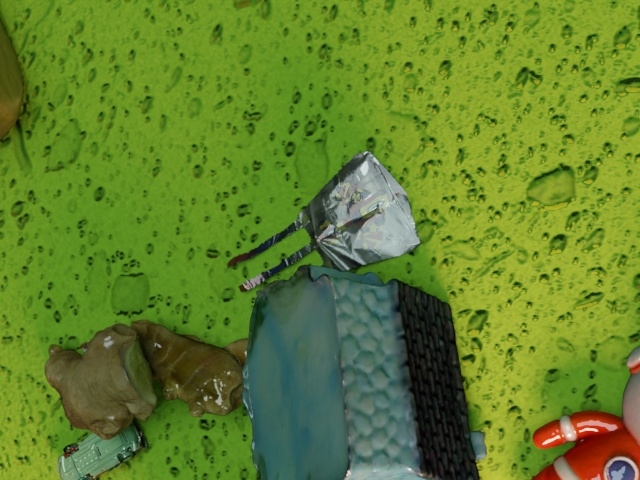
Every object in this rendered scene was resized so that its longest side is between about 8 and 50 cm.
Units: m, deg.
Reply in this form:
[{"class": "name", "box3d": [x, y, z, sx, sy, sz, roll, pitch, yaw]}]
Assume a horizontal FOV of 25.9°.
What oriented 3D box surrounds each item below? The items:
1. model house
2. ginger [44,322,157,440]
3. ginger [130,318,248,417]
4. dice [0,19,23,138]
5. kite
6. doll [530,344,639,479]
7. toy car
[{"class": "model house", "box3d": [0.064, 0.170, 1.625, 0.226, 0.241, 0.261, -37, 54, 56]}, {"class": "ginger", "box3d": [-0.281, 0.181, 1.738, 0.213, 0.074, 0.137, -19, 76, 43]}, {"class": "ginger", "box3d": [-0.154, 0.164, 1.724, 0.205, 0.081, 0.115, 6, 75, 19]}, {"class": "dice", "box3d": [-0.545, -0.220, 1.809, 0.233, 0.238, 0.227, -26, 76, 15]}, {"class": "kite", "box3d": [0.000, 0.000, 1.728, 0.245, 0.015, 0.141, -31, 74, 12]}, {"class": "doll", "box3d": [0.363, 0.230, 1.538, 0.336, 0.105, 0.200, -45, 73, 10]}, {"class": "toy car", "box3d": [-0.282, 0.273, 1.780, 0.122, 0.035, 0.059, -34, 70, 15]}]
